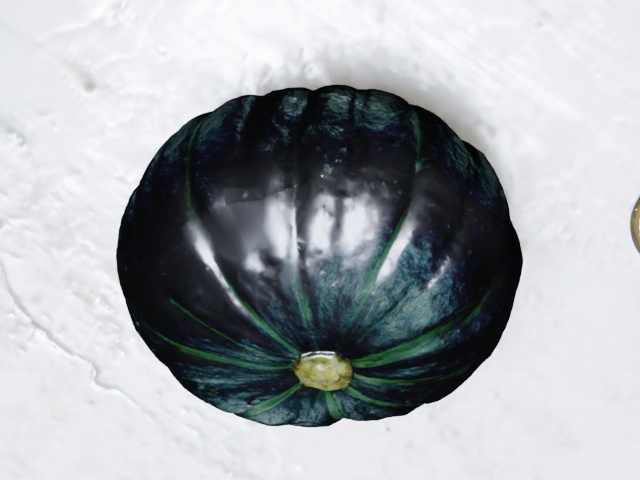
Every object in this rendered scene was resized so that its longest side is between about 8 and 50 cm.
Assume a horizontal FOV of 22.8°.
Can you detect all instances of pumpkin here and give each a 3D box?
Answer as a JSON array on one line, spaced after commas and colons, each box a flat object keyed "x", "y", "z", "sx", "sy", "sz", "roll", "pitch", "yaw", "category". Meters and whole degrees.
[{"x": -0.002, "y": 0.011, "z": 0.750, "sx": 0.194, "sy": 0.194, "sz": 0.150, "roll": -32, "pitch": 59, "yaw": 10, "category": "pumpkin"}]

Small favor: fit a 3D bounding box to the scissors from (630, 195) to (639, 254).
[{"x": 0.229, "y": -0.080, "z": 0.790, "sx": 0.088, "sy": 0.017, "sz": 0.220, "roll": 20, "pitch": 102, "yaw": 1, "category": "scissors"}]
